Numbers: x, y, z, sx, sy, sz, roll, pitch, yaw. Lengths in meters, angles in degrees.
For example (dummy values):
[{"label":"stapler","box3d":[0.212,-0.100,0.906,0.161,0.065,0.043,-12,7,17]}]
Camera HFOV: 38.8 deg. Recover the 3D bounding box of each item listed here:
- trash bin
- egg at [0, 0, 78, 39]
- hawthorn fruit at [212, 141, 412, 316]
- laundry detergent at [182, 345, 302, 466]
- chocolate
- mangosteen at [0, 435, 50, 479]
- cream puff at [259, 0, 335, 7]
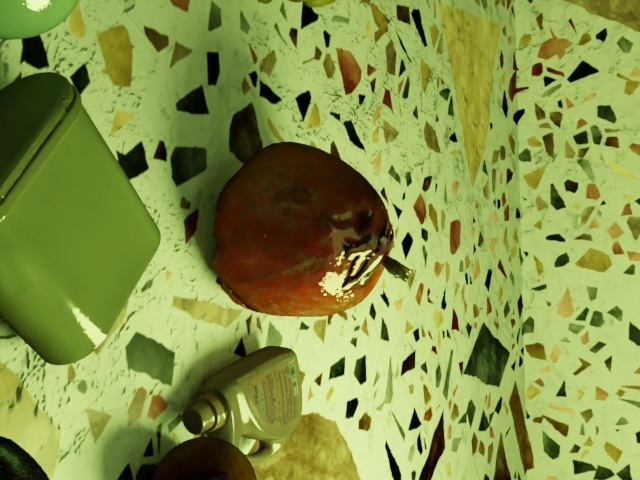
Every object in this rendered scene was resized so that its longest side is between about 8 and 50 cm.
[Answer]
[{"label":"trash bin","box3d":[-0.305,-0.019,1.021,0.243,0.121,0.247,-65,144,-35]},{"label":"egg","box3d":[-0.340,-0.295,0.901,0.231,0.168,0.168,32,64,-51]},{"label":"hawthorn fruit","box3d":[0.000,0.000,1.363,0.276,0.308,0.276,-44,142,-50]},{"label":"laundry detergent","box3d":[-0.115,0.270,1.386,0.237,0.076,0.171,-24,112,-57]},{"label":"chocolate","box3d":[-0.162,0.347,1.251,0.177,0.177,0.176,-3,93,-59]},{"label":"mangosteen","box3d":[-0.366,0.287,0.862,0.216,0.216,0.216,-3,93,-59]},{"label":"cream puff","box3d":[-0.024,-0.517,1.336,0.323,0.274,0.269,44,64,-55]}]
